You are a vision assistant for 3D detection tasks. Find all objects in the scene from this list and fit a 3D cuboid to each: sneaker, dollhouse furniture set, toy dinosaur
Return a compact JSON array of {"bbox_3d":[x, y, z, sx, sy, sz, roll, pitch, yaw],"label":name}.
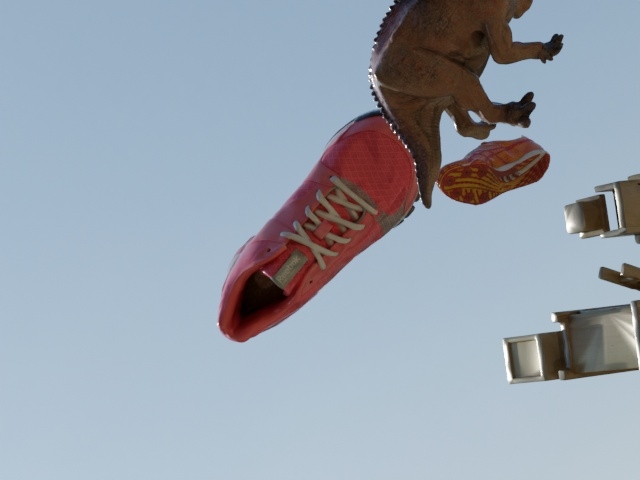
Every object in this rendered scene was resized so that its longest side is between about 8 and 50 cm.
[{"bbox_3d":[0.201,-0.087,2.326,0.175,0.067,0.064,-13,-52,-39],"label":"sneaker"},{"bbox_3d":[0.243,0.032,1.607,0.101,0.161,0.182,-5,-4,-32],"label":"dollhouse furniture set"},{"bbox_3d":[0.000,0.001,1.969,0.314,0.116,0.136,-49,4,29],"label":"sneaker"},{"bbox_3d":[0.100,-0.190,1.694,0.127,0.200,0.295,-113,44,-71],"label":"toy dinosaur"}]
